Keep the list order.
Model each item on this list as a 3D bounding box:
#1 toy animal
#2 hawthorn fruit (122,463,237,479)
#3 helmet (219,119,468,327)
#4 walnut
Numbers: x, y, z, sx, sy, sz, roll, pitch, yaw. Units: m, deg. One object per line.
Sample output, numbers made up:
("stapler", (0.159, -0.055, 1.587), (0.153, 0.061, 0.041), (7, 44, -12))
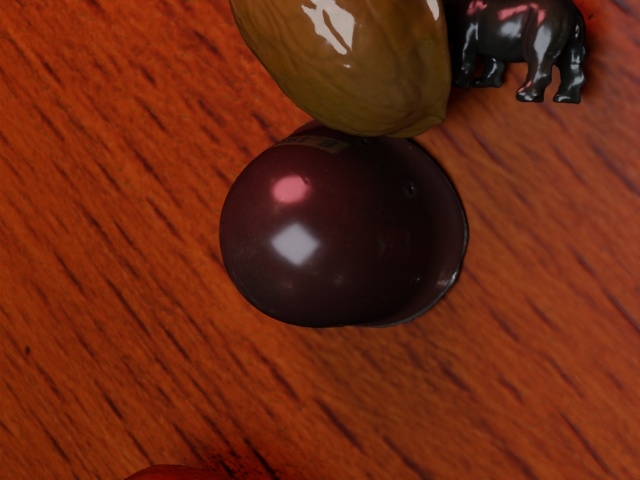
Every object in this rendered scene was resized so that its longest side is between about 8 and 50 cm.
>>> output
("toy animal", (0.097, -0.123, 0.697), (0.136, 0.047, 0.065), (17, 107, 41))
("hawthorn fruit", (-0.079, 0.282, 0.857), (0.253, 0.205, 0.205), (20, 114, 26))
("helmet", (0.000, 0.000, 0.771), (0.175, 0.106, 0.155), (14, 111, 31))
("walnut", (-0.006, -0.150, 0.707), (0.211, 0.087, 0.167), (61, 151, 19))
